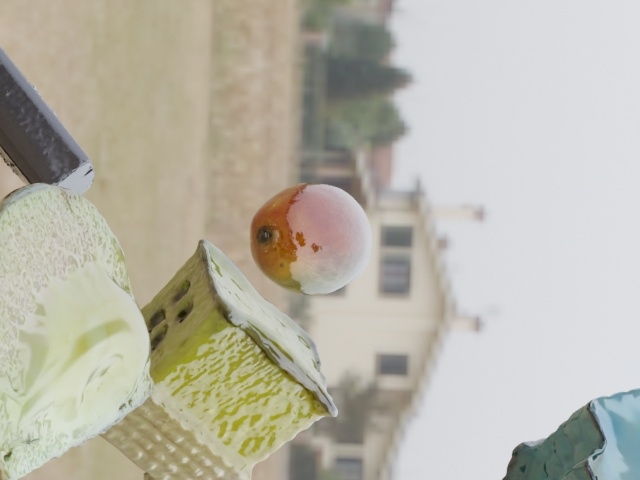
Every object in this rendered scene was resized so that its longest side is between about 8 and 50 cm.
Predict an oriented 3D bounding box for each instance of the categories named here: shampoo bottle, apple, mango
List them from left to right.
[{"bbox_3d":[-0.337,-0.166,1.839,0.309,0.071,0.098,50,-7,7],"label":"shampoo bottle"},{"bbox_3d":[-0.219,0.057,1.364,0.265,0.120,0.193,-30,116,-69],"label":"apple"},{"bbox_3d":[-0.003,-0.005,2.484,0.146,0.129,0.289,63,16,2],"label":"mango"}]

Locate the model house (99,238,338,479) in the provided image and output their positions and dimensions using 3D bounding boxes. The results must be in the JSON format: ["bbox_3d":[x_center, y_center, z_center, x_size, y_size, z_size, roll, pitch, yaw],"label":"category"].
[{"bbox_3d":[-0.129,0.159,1.971,0.193,0.234,0.175,43,7,-29],"label":"model house"}]

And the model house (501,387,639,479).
[{"bbox_3d":[0.243,0.245,1.432,0.241,0.261,0.226,-40,-116,47],"label":"model house"}]
